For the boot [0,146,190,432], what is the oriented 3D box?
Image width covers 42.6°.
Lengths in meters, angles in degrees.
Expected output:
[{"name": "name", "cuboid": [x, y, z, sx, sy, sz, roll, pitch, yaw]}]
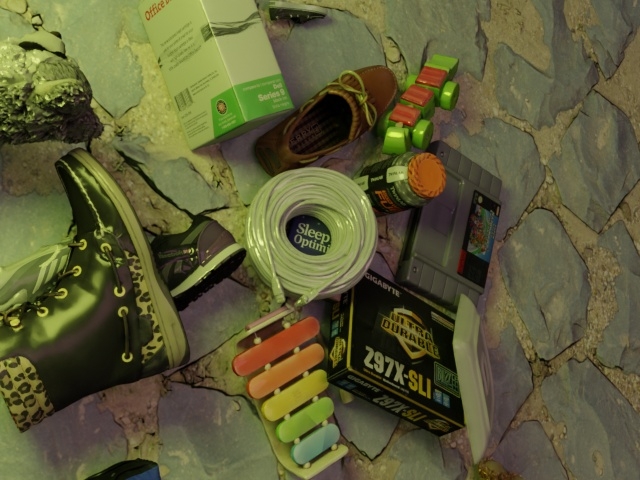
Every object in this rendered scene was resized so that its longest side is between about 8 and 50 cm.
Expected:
[{"name": "boot", "cuboid": [-0.391, 0.076, 1.235, 0.284, 0.138, 0.377, -27, 101, -23]}]

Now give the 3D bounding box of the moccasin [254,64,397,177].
[{"name": "moccasin", "cuboid": [0.034, -0.259, 1.668, 0.380, 0.147, 0.139, -32, 101, -35]}]

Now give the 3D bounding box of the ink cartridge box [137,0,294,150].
[{"name": "ink cartridge box", "cuboid": [-0.192, -0.333, 1.476, 0.121, 0.211, 0.289, -23, 96, -36]}]

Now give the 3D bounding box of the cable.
[{"name": "cable", "cuboid": [-0.017, -0.011, 1.572, 0.257, 0.089, 0.257, -21, 78, -19]}]

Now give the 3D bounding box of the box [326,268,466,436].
[{"name": "box", "cuboid": [0.160, 0.222, 1.669, 0.322, 0.079, 0.257, 31, 46, -28]}]

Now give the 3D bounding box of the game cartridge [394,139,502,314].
[{"name": "game cartridge", "cuboid": [0.305, -0.026, 1.882, 0.230, 0.068, 0.355, 26, 68, -26]}]

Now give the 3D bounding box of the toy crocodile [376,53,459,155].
[{"name": "toy crocodile", "cuboid": [0.219, -0.303, 1.808, 0.340, 0.115, 0.105, -56, 155, -30]}]

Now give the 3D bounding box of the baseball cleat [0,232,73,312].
[{"name": "baseball cleat", "cuboid": [-0.447, 0.064, 1.320, 0.206, 0.072, 0.109, -25, 104, -27]}]

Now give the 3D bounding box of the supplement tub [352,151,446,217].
[{"name": "supplement tub", "cuboid": [0.163, -0.118, 1.710, 0.117, 0.190, 0.117, 7, 77, -34]}]

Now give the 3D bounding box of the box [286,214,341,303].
[{"name": "box", "cuboid": [0.000, 0.000, 1.641, 0.136, 0.036, 0.225, 19, 68, -10]}]

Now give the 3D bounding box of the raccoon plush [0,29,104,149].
[{"name": "raccoon plush", "cuboid": [-0.513, -0.118, 1.173, 0.299, 0.216, 0.446, 26, 93, 1]}]

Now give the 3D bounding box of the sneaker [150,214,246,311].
[{"name": "sneaker", "cuboid": [-0.276, 0.062, 1.438, 0.283, 0.107, 0.124, -36, 74, -27]}]

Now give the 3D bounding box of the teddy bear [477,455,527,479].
[{"name": "teddy bear", "cuboid": [0.376, 0.647, 1.798, 0.245, 0.113, 0.338, 23, 61, -38]}]

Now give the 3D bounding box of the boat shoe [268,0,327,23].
[{"name": "boat shoe", "cuboid": [-0.048, -0.473, 1.714, 0.142, 0.049, 0.040, -3, 103, -35]}]

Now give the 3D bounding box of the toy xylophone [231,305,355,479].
[{"name": "toy xylophone", "cuboid": [-0.039, 0.273, 1.562, 0.236, 0.081, 0.322, -35, 103, -35]}]

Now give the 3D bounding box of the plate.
[{"name": "plate", "cuboid": [0.329, 0.283, 1.730, 0.278, 0.045, 0.277, -52, 132, -68]}]

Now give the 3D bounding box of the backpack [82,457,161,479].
[{"name": "backpack", "cuboid": [-0.318, 0.411, 1.329, 0.120, 0.098, 0.101, -20, 103, -49]}]
